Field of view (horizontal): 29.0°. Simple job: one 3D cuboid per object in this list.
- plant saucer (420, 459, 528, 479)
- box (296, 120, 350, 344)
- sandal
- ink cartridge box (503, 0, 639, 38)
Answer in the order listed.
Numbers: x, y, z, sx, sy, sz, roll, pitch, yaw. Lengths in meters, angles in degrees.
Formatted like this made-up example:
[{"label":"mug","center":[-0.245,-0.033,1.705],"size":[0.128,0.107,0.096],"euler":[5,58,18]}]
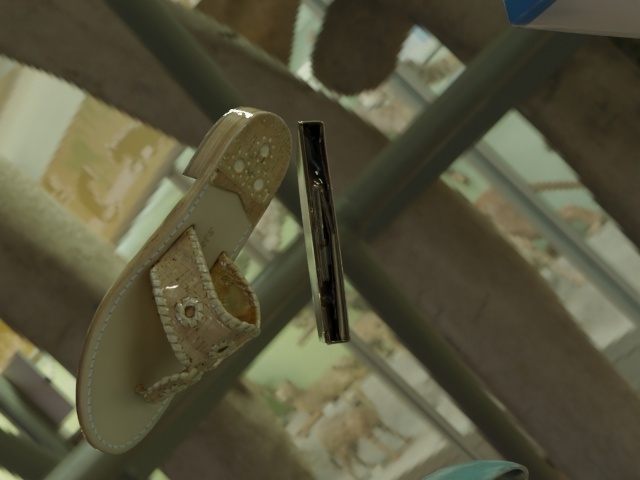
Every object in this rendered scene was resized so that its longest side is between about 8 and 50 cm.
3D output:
[{"label":"plant saucer","center":[0.031,0.272,0.872],"size":[0.317,0.044,0.317],"euler":[-40,-26,-24]},{"label":"box","center":[0.000,0.000,0.980],"size":[0.021,0.164,0.201],"euler":[-7,-4,-2]},{"label":"sandal","center":[-0.067,0.030,0.762],"size":[0.079,0.088,0.240],"euler":[18,79,41]},{"label":"ink cartridge box","center":[0.202,-0.278,0.688],"size":[0.197,0.270,0.198],"euler":[-2,-21,-30]}]
